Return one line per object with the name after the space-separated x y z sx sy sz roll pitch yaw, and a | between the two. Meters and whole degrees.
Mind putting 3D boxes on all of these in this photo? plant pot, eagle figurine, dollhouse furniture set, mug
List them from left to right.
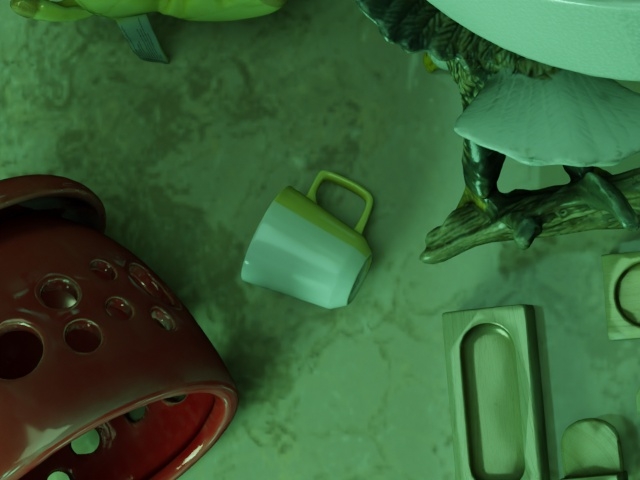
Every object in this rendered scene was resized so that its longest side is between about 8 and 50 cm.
-0.170 0.073 1.161 0.191 0.191 0.174 -41 69 12 | plant pot
-0.002 0.002 1.173 0.064 0.062 0.078 26 102 10 | mug
0.096 -0.143 1.084 0.225 0.226 0.298 -9 89 38 | eagle figurine
0.133 0.075 1.090 0.151 0.123 0.144 -6 85 18 | dollhouse furniture set

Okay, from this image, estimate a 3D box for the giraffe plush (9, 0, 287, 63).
-0.096 -0.222 1.168 0.181 0.210 0.170 9 72 -5 | giraffe plush

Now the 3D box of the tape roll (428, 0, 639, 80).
0.188 -0.258 0.966 0.392 0.072 0.392 -8 61 14 | tape roll
